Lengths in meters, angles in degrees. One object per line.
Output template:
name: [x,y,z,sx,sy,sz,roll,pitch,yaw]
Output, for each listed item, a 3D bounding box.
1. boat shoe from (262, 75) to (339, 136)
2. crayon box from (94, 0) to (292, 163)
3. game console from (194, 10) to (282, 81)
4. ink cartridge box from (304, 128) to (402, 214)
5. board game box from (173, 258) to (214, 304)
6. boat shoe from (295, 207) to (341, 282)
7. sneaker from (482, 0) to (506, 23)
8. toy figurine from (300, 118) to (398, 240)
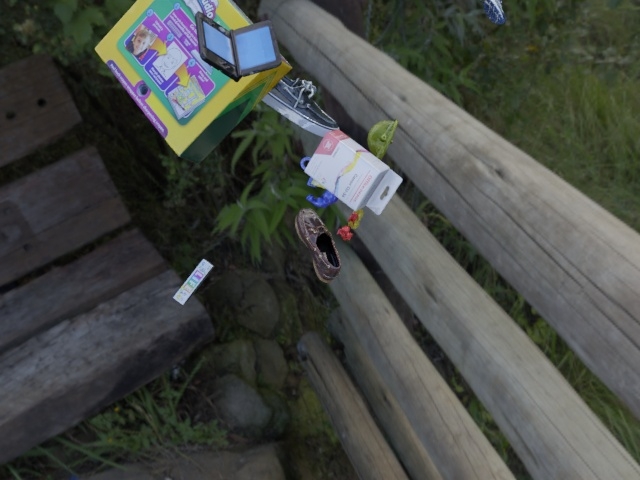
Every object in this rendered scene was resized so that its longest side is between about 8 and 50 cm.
boat shoe: [-0.066,-0.384,1.727,0.105,0.306,0.113,-54,9,20]
crayon box: [-0.296,-0.417,1.495,0.313,0.106,0.363,-43,74,11]
game console: [-0.128,-0.311,1.003,0.071,0.107,0.122,-38,46,28]
ink cartridge box: [0.076,-0.151,1.501,0.198,0.115,0.067,38,28,13]
board game box: [-0.277,0.090,1.442,0.103,0.026,0.154,-53,5,-6]
boat shoe: [0.000,0.000,1.613,0.073,0.073,0.207,-15,65,-26]
sneaker: [0.443,-0.615,1.659,0.058,0.052,0.135,-24,79,-10]
toy figurine: [0.049,-0.204,1.808,0.217,0.363,0.191,24,11,9]
